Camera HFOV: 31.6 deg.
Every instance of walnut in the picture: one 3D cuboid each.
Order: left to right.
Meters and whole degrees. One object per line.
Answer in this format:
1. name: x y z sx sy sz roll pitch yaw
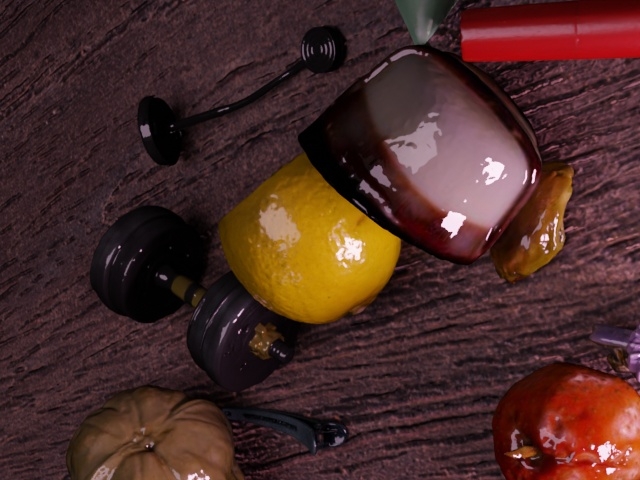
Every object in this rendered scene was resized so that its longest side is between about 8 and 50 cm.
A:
1. walnut: -0.241 0.363 1.712 0.282 0.253 0.277 11 146 26

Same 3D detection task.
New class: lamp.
1. lamp: -0.131 -0.208 1.660 0.371 0.108 0.130 -14 86 38

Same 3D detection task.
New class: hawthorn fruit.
1. hawthorn fruit: 0.284 0.232 1.331 0.179 0.200 0.179 1 91 42

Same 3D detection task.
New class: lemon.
1. lemon: 0.000 0.000 1.508 0.240 0.240 0.219 -36 92 35

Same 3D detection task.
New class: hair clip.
1. hair clip: -0.064 0.279 1.707 0.229 0.070 0.039 5 102 45
2. hair clip: 0.443 0.136 1.276 0.292 0.084 0.106 2 53 35

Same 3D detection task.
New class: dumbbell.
1. dumbbell: -0.187 0.083 1.692 0.388 0.185 0.185 30 113 32

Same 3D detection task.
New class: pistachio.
1. pistachio: 0.264 -0.018 1.413 0.089 0.049 0.173 37 116 29

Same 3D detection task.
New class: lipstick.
1. lipstick: 0.302 -0.241 1.296 0.280 0.073 0.073 1 96 19

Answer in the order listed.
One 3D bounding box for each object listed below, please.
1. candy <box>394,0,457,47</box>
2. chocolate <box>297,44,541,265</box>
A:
1. candy: 0.223 -0.424 1.354 0.398 0.172 0.262 -25 91 17
2. chocolate: 0.141 -0.124 1.368 0.283 0.284 0.186 45 112 25
